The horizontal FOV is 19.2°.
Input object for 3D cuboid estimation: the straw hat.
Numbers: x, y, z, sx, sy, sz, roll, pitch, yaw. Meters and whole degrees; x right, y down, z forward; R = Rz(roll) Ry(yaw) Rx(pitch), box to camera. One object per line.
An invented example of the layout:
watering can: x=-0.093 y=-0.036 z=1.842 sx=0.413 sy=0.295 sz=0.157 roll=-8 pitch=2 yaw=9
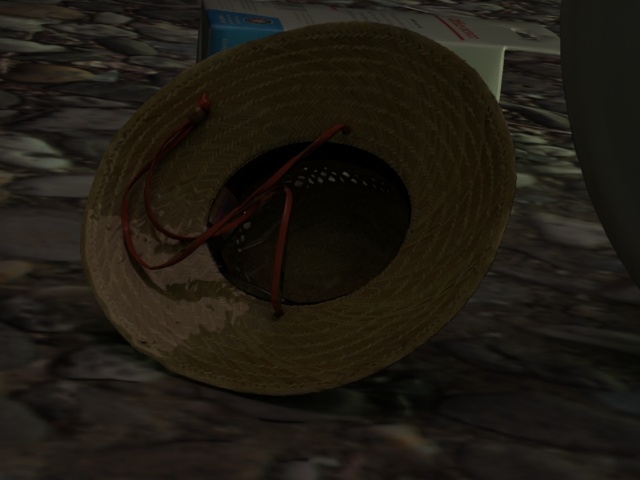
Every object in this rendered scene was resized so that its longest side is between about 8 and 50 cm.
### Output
straw hat: x=0.000 y=0.000 z=0.618 sx=0.144 sy=0.144 sz=0.061 roll=13 pitch=-24 yaw=26

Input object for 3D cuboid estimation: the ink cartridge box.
ink cartridge box: x=0.030 y=-0.081 z=0.957 sx=0.181 sy=0.061 sz=0.104 roll=3 pitch=15 yaw=-7

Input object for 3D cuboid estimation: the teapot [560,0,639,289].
teapot: x=0.215 y=-0.067 z=0.584 sx=0.187 sy=0.252 sz=0.256 roll=-15 pitch=27 yaw=-35
